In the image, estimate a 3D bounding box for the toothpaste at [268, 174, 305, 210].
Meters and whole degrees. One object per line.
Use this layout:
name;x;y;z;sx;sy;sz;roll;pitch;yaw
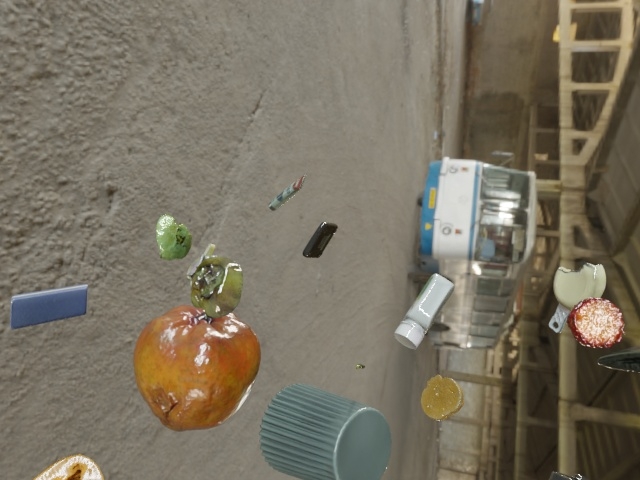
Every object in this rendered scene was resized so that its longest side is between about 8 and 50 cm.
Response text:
toothpaste;-0.117;-0.164;1.915;0.239;0.039;0.062;-31;-148;53

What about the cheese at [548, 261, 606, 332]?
cheese;0.814;0.187;1.722;0.163;0.071;0.248;15;-81;61

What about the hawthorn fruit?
hawthorn fruit;-0.452;0.462;1.949;0.472;0.472;0.471;5;90;-74

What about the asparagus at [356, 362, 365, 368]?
asparagus;0.116;0.370;1.589;0.016;0.016;0.163;59;1;16

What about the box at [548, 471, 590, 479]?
box;0.584;0.550;0.958;0.091;0.359;0.350;-55;144;-16

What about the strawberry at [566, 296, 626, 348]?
strawberry;0.742;0.225;1.460;0.086;0.145;0.145;83;18;-66

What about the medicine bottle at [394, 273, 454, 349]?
medicine bottle;0.256;0.177;1.338;0.183;0.069;0.119;-54;168;-21

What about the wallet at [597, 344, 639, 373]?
wallet;0.722;0.227;1.111;0.168;0.245;0.052;145;-66;-69

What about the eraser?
eraser;-0.711;0.172;1.431;0.225;0.036;0.081;-8;109;-54

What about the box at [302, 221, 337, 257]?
box;0.000;0.000;1.674;0.126;0.027;0.125;-58;163;11

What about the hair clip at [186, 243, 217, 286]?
hair clip;-0.413;0.085;1.873;0.218;0.071;0.159;-26;-134;57

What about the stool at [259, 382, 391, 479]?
stool;0.023;0.620;1.696;0.297;0.330;0.297;3;85;-43

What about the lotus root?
lotus root;-0.335;0.135;1.665;0.078;0.183;0.203;38;51;-56

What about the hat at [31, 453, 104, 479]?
hat;-0.705;0.740;1.536;0.233;0.234;0.244;110;-18;-66

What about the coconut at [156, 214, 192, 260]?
coconut;-0.471;0.003;1.747;0.158;0.055;0.133;43;62;-45

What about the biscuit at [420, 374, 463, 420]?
biscuit;0.463;0.598;2.062;0.050;0.170;0.170;40;54;-43
